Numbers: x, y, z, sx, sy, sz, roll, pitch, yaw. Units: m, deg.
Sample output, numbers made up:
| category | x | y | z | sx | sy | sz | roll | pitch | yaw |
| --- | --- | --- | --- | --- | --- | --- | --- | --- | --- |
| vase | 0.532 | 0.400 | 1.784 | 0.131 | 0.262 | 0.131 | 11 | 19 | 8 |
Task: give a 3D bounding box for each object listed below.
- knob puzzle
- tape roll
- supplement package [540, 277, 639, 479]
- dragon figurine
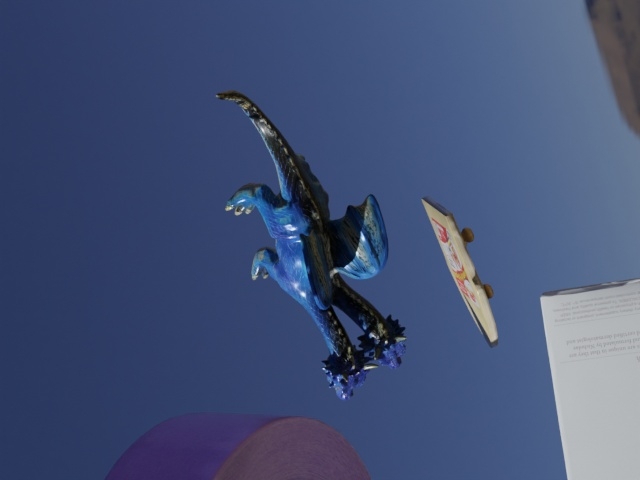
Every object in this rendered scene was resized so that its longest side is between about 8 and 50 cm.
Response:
| category | x | y | z | sx | sy | sz | roll | pitch | yaw |
| --- | --- | --- | --- | --- | --- | --- | --- | --- | --- |
| knob puzzle | 0.187 | 0.041 | 1.722 | 0.213 | 0.030 | 0.213 | 157 | 90 | -88 |
| tape roll | -0.054 | 0.256 | 0.949 | 0.275 | 0.090 | 0.275 | 3 | -94 | -58 |
| supplement package | 0.216 | 0.115 | 0.901 | 0.105 | 0.105 | 0.179 | 8 | -107 | -66 |
| dragon figurine | 0.000 | 0.000 | 1.149 | 0.144 | 0.085 | 0.289 | 34 | 145 | 41 |
